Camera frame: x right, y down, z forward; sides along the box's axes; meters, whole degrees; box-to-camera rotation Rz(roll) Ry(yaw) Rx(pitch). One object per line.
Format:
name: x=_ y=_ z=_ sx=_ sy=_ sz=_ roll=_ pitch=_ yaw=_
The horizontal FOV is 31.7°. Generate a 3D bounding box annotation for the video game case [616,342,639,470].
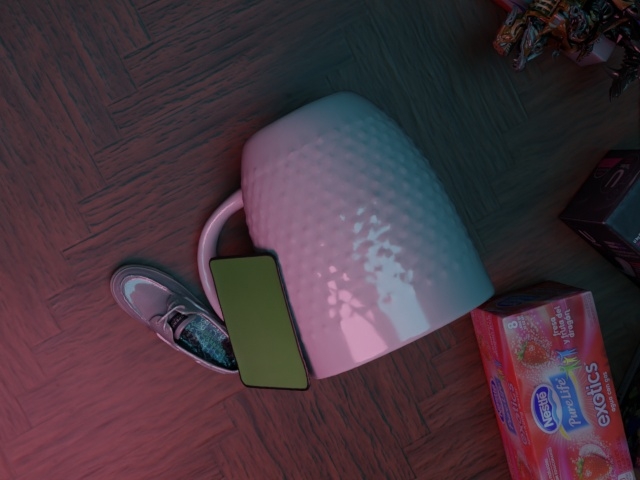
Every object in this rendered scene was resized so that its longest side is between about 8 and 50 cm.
video game case: x=0.503 y=0.238 z=1.650 sx=0.042 sy=0.232 sz=0.210 roll=25 pitch=89 yaw=-10

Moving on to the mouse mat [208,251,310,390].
mouse mat: x=-0.083 y=0.109 z=1.493 sx=0.007 sy=0.152 sz=0.189 roll=-22 pitch=101 yaw=-39

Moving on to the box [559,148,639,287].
box: x=0.520 y=-0.001 z=1.671 sx=0.270 sy=0.165 sz=0.143 roll=39 pitch=86 yaw=-12

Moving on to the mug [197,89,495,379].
mug: x=0.000 y=0.000 z=1.531 sx=0.374 sy=0.276 sz=0.328 roll=-26 pitch=89 yaw=21

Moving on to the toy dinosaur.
toy dinosaur: x=0.400 y=-0.326 z=1.548 sx=0.322 sy=0.164 sz=0.218 roll=-37 pitch=85 yaw=15

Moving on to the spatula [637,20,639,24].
spatula: x=0.505 y=-0.242 z=1.722 sx=0.084 sy=0.030 sz=0.296 roll=-9 pitch=95 yaw=-14

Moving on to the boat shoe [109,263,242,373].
boat shoe: x=-0.192 y=0.110 z=1.570 sx=0.227 sy=0.081 sz=0.079 roll=37 pitch=86 yaw=-12

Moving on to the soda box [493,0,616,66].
soda box: x=0.314 y=-0.375 z=1.642 sx=0.286 sy=0.091 sz=0.098 roll=33 pitch=87 yaw=-12

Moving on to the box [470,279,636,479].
box: x=0.337 y=0.223 z=1.655 sx=0.142 sy=0.154 sz=0.300 roll=-16 pitch=98 yaw=-10
